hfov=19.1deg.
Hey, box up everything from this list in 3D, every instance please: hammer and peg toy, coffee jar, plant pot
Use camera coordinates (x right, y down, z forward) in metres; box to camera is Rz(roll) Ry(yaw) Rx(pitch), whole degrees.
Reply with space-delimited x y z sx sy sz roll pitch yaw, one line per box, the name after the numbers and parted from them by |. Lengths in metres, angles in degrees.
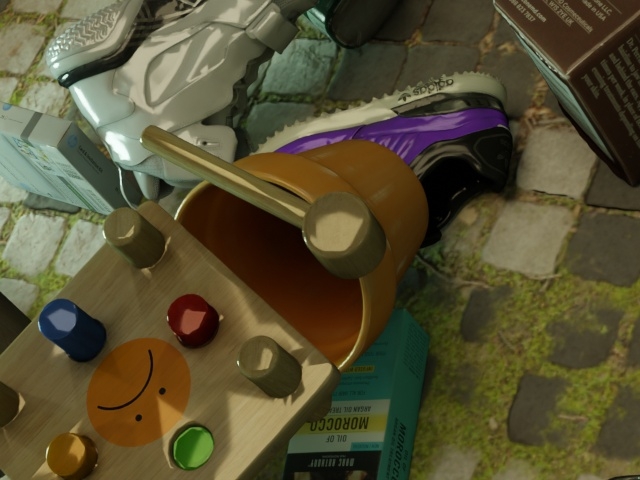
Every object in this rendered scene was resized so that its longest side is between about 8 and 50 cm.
-0.114 0.084 1.573 0.361 0.127 0.266 -48 59 -3 | hammer and peg toy
-0.004 -0.284 2.030 0.096 0.079 0.184 -51 49 2 | coffee jar
0.000 0.000 1.707 0.205 0.205 0.188 4 25 32 | plant pot

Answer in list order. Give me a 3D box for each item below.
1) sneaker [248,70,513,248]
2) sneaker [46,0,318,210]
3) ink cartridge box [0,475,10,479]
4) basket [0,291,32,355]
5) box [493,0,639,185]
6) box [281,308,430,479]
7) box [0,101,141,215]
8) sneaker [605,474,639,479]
0.051 -0.051 1.832 0.293 0.102 0.146 -21 57 19 | sneaker
-0.080 -0.177 1.920 0.365 0.137 0.210 -24 87 10 | sneaker
-0.215 0.300 1.670 0.232 0.168 0.171 -33 54 -13 | ink cartridge box
-0.396 0.095 1.913 0.204 0.154 0.227 -39 72 -3 | basket
0.364 -0.251 1.718 0.381 0.191 0.143 -38 49 3 | box
0.027 0.184 1.718 0.100 0.060 0.244 -6 57 28 | box
-0.299 -0.091 2.035 0.186 0.145 0.038 15 66 37 | box
0.216 0.225 1.577 0.158 0.065 0.061 -24 51 15 | sneaker
